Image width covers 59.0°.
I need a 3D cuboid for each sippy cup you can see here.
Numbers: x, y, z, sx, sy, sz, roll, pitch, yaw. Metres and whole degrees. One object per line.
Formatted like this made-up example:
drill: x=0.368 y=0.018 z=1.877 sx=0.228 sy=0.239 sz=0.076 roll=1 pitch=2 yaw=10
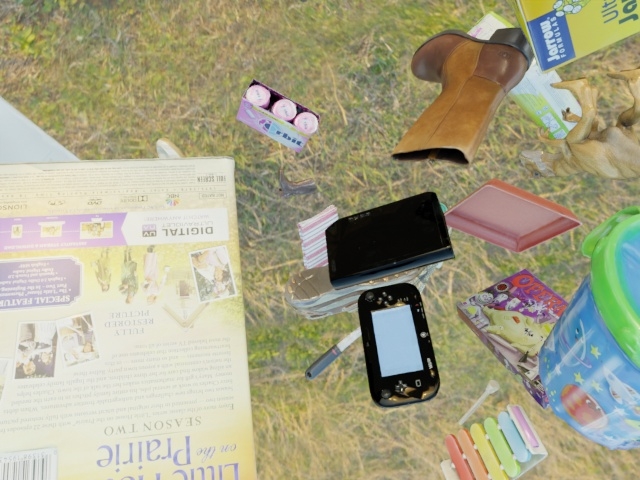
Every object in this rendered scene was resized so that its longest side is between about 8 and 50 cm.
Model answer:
sippy cup: x=0.376 y=0.125 z=0.651 sx=0.305 sy=0.240 sz=0.224 roll=-41 pitch=161 yaw=-35

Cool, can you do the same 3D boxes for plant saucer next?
plant saucer: x=0.463 y=-0.063 z=1.412 sx=0.258 sy=0.048 sz=0.259 roll=20 pitch=158 yaw=-9

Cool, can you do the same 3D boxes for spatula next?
spatula: x=0.061 y=0.230 z=1.289 sx=0.296 sy=0.084 sz=0.030 roll=-44 pitch=164 yaw=22

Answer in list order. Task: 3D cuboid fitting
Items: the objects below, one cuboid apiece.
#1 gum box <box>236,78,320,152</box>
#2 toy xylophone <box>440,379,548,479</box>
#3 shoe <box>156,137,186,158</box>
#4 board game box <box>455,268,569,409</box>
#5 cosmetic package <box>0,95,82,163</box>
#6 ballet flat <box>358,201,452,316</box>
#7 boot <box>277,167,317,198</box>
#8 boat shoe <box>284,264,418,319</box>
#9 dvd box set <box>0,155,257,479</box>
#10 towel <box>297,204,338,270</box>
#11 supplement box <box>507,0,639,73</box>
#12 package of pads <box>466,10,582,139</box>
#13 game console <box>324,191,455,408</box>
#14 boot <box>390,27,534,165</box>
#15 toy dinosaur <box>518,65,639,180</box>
gum box: x=-0.099 y=-0.294 z=1.357 sx=0.188 sy=0.062 sz=0.107 roll=28 pitch=160 yaw=-8
toy xylophone: x=0.400 y=0.490 z=1.353 sx=0.081 sy=0.236 sz=0.323 roll=3 pitch=127 yaw=-28
shoe: x=-0.368 y=-0.159 z=1.459 sx=0.058 sy=0.076 sz=0.219 roll=-42 pitch=117 yaw=-38
board game box: x=0.485 y=0.206 z=1.286 sx=0.208 sy=0.347 sz=0.056 roll=-23 pitch=122 yaw=-8
cosmetic package: x=-0.760 y=-0.132 z=1.328 sx=0.328 sy=0.329 sz=0.394 roll=-54 pitch=132 yaw=-11
ballet flat: x=0.306 y=0.103 z=1.874 sx=0.182 sy=0.164 sz=0.483 roll=34 pitch=88 yaw=-44
boot: x=-0.067 y=-0.175 z=1.666 sx=0.114 sy=0.037 sz=0.107 roll=-9 pitch=133 yaw=-8
boat shoe: x=0.077 y=0.110 z=1.377 sx=0.324 sy=0.123 sz=0.117 roll=-12 pitch=136 yaw=-1
dvd box set: x=-0.236 y=0.106 z=0.640 sx=0.307 sy=0.421 sz=0.062 roll=-4 pitch=160 yaw=-11
towel: x=0.000 y=0.000 z=1.748 sx=0.144 sy=0.029 sz=0.197 roll=-30 pitch=132 yaw=-27
supplement box: x=0.419 y=-0.419 z=0.742 sx=0.356 sy=0.194 sz=0.195 roll=-22 pitch=140 yaw=22
package of pads: x=0.466 y=-0.390 z=1.315 sx=0.101 sy=0.297 sz=0.229 roll=-41 pitch=126 yaw=20
game console: x=0.124 y=0.088 z=0.915 sx=0.213 sy=0.362 sz=0.044 roll=-17 pitch=143 yaw=15
boot: x=0.210 y=-0.237 z=0.988 sx=0.281 sy=0.264 sz=0.096 roll=-56 pitch=134 yaw=-17
toy dinosaur: x=0.224 y=-0.069 z=0.427 sx=0.064 sy=0.211 sz=0.113 roll=-13 pitch=106 yaw=-3
